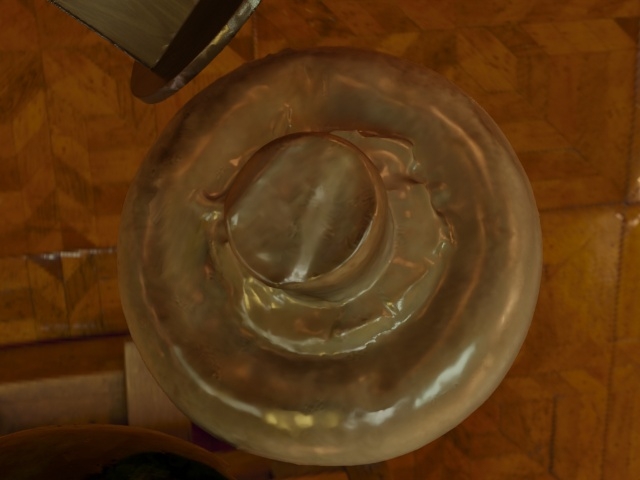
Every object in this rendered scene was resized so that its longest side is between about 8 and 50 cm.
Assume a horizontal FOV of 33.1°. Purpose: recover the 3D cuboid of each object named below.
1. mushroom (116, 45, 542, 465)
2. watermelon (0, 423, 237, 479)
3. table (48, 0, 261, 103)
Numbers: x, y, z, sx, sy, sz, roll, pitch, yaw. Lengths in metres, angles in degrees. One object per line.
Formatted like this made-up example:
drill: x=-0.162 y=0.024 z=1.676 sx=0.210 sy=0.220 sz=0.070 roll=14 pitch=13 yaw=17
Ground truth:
mushroom: x=0.000 y=0.000 z=0.491 sx=0.207 sy=0.215 sz=0.207 roll=-1 pitch=80 yaw=6
watermelon: x=-0.110 y=0.138 z=0.476 sx=0.193 sy=0.145 sz=0.137 roll=-9 pitch=73 yaw=-26
table: x=-0.137 y=-0.201 z=0.554 sx=0.226 sy=0.167 sz=0.167 roll=33 pitch=101 yaw=-25
